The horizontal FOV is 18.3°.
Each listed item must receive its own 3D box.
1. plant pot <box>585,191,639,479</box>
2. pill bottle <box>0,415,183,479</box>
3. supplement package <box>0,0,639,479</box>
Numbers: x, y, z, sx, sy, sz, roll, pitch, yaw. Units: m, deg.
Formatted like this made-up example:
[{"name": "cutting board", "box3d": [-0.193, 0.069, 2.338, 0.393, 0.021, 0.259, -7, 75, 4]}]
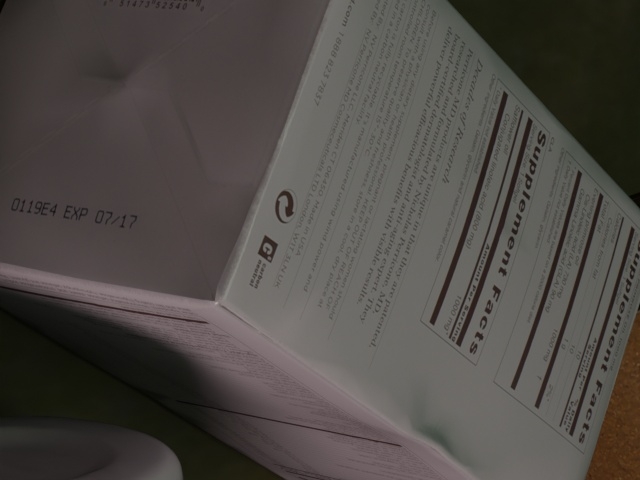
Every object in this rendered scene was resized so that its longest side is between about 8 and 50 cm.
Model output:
[{"name": "plant pot", "box3d": [0.200, 0.106, 0.948, 0.237, 0.237, 0.254, -47, 116, -39]}, {"name": "pill bottle", "box3d": [-0.095, 0.161, 0.627, 0.108, 0.108, 0.193, -14, 107, -52]}, {"name": "supplement package", "box3d": [0.000, 0.000, 0.703, 0.244, 0.139, 0.134, 39, 66, -51]}]
